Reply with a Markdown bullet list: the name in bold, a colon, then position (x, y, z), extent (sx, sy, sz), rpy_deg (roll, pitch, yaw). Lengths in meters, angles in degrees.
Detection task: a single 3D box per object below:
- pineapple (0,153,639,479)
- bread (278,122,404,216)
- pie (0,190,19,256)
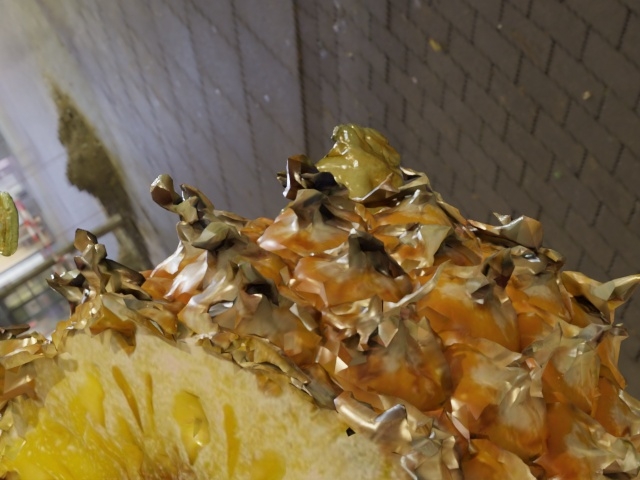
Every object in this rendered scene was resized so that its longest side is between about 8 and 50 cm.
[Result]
- **pineapple**: position (0.010, 0.119, 0.503), extent (0.352, 0.300, 0.352), rpy_deg (10, 113, 23)
- **bread**: position (0.000, 0.000, 0.887), extent (0.088, 0.232, 0.128), rpy_deg (27, 160, 20)
- **pie**: position (-0.385, -0.022, 1.180), extent (0.084, 0.021, 0.084), rpy_deg (13, 107, 48)
